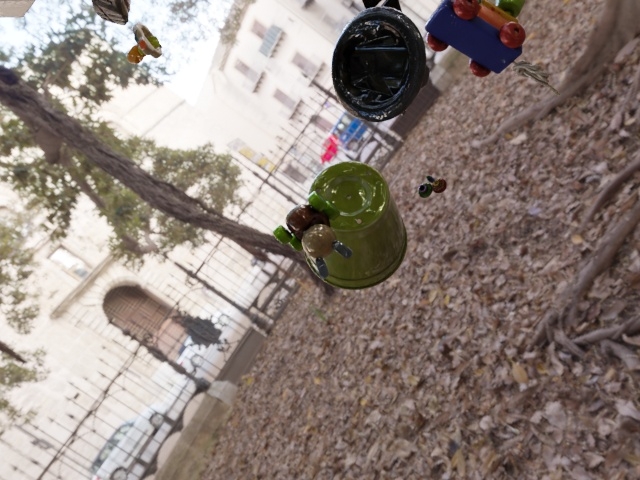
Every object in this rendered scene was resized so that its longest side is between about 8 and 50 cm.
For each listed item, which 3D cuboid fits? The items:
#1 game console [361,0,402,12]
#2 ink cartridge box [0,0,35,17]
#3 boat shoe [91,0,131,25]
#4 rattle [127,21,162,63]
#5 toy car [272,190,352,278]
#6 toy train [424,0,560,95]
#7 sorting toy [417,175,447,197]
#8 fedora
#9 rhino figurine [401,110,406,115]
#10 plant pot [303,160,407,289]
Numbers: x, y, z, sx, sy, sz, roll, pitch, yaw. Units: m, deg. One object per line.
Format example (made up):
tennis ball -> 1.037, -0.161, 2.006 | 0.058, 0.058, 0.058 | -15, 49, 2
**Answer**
game console -> 0.190, -0.865, 1.798 | 0.044, 0.361, 0.213 | 29, 76, 39
ink cartridge box -> -0.959, -0.674, 1.356 | 0.304, 0.072, 0.307 | -19, 19, -36
boat shoe -> -0.595, -0.741, 1.381 | 0.324, 0.123, 0.119 | 153, 135, -73
rattle -> -0.614, -0.636, 1.633 | 0.143, 0.130, 0.199 | -14, 35, 5
toy car -> 0.000, 0.000, 1.266 | 0.155, 0.188, 0.149 | -43, -30, 11
toy train -> 0.308, -0.351, 0.824 | 0.143, 0.248, 0.105 | -67, 10, -19
sorting toy -> 0.342, -0.173, 1.544 | 0.102, 0.042, 0.061 | -13, 68, 36
fedora -> 0.189, -0.490, 1.405 | 0.153, 0.334, 0.334 | -11, -29, -44
rhino figurine -> 0.282, -0.546, 1.704 | 0.243, 0.106, 0.073 | 111, 177, -53
plant pot -> 0.100, -0.068, 1.580 | 0.366, 0.367, 0.353 | -56, -18, -16
